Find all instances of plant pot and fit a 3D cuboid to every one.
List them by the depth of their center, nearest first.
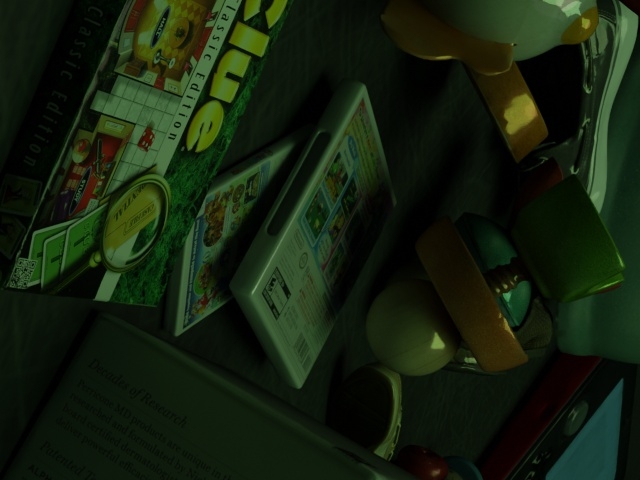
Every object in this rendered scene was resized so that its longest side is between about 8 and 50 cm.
[{"bbox_3d":[0.337,-0.019,1.328,0.293,0.196,0.293,15,90,-71],"label":"plant pot"}]

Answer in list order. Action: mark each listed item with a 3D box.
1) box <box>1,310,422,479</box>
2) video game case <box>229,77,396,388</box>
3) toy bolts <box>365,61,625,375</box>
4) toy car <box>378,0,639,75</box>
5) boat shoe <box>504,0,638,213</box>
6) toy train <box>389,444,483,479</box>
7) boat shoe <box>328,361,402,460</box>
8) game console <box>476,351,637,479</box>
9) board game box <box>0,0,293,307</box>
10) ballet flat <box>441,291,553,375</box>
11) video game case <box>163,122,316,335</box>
[{"bbox_3d":[-0.040,0.143,0.825,0.119,0.182,0.181,-60,155,-3],"label":"box"},{"bbox_3d":[0.000,0.000,0.931,0.143,0.019,0.157,-62,160,-18],"label":"video game case"},{"bbox_3d":[0.090,-0.010,1.026,0.159,0.218,0.228,-27,165,6],"label":"toy bolts"},{"bbox_3d":[0.142,-0.161,0.891,0.238,0.210,0.219,-41,161,-17],"label":"toy car"},{"bbox_3d":[0.173,-0.084,1.159,0.076,0.080,0.228,-18,135,-35],"label":"boat shoe"},{"bbox_3d":[0.160,0.251,1.253,0.105,0.248,0.143,-68,160,9],"label":"toy train"},{"bbox_3d":[0.034,0.130,1.125,0.045,0.050,0.135,-45,160,-42],"label":"boat shoe"},{"bbox_3d":[0.225,0.291,1.644,0.342,0.060,0.386,-51,152,-26],"label":"game console"},{"bbox_3d":[-0.067,-0.094,0.725,0.259,0.030,0.136,-66,158,6],"label":"board game box"},{"bbox_3d":[0.130,0.067,1.216,0.250,0.084,0.058,-3,105,-65],"label":"ballet flat"},{"bbox_3d":[-0.043,-0.008,0.875,0.122,0.011,0.087,-35,144,-47],"label":"video game case"}]
